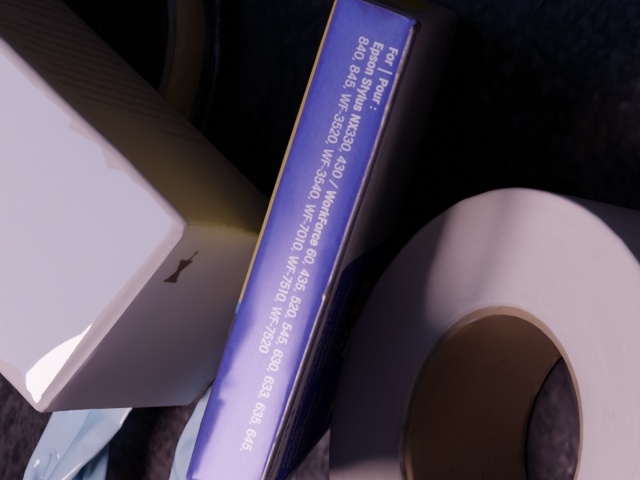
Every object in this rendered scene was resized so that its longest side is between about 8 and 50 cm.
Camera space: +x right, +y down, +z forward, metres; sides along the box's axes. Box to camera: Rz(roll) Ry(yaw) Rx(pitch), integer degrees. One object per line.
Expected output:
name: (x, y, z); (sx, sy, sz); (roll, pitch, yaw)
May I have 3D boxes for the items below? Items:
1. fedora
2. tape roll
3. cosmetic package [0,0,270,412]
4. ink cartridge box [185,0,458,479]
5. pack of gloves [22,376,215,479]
fedora: (-0.221, -0.140, 1.584); (0.334, 0.152, 0.334); (-15, 70, 50)
tape roll: (0.128, 0.115, 1.111); (0.286, 0.100, 0.286); (-15, 70, 51)
cosmetic package: (-0.240, -0.092, 1.354); (0.453, 0.230, 0.161); (43, 101, 18)
ink cartridge box: (0.000, 0.000, 1.182); (0.072, 0.307, 0.304); (20, 100, 8)
pack of gloves: (-0.135, 0.160, 1.438); (0.195, 0.046, 0.232); (36, 112, 28)
